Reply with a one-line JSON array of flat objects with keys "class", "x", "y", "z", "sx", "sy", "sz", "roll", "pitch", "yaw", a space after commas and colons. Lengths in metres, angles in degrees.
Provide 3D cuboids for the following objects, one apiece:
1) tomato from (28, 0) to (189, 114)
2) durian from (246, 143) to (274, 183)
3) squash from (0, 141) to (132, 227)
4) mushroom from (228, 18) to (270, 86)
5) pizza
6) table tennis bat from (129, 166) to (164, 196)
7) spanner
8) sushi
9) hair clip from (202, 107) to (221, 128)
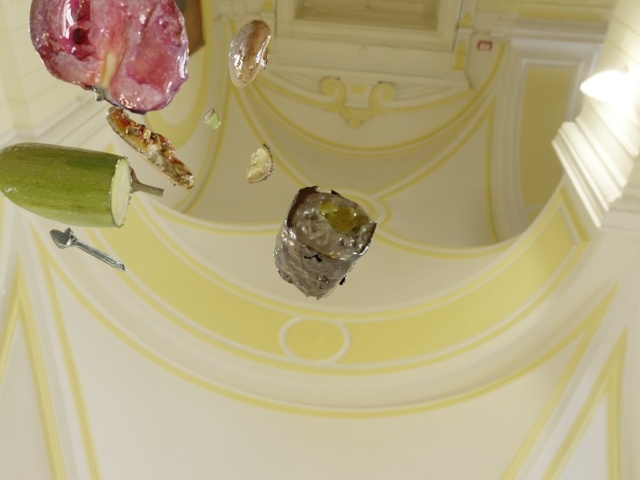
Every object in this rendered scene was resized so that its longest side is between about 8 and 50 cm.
[{"class": "tomato", "x": -0.446, "y": -0.450, "z": 1.232, "sx": 0.334, "sy": 0.290, "sz": 0.176, "roll": 20, "pitch": -169, "yaw": -23}, {"class": "durian", "x": -0.171, "y": -0.218, "z": 1.632, "sx": 0.066, "sy": 0.131, "sz": 0.052, "roll": 12, "pitch": -160, "yaw": -34}, {"class": "squash", "x": -0.591, "y": -0.128, "z": 1.302, "sx": 0.260, "sy": 0.189, "sz": 0.189, "roll": 4, "pitch": -147, "yaw": -6}, {"class": "mushroom", "x": -0.266, "y": -0.686, "z": 2.062, "sx": 0.145, "sy": 0.278, "sz": 0.278, "roll": 20, "pitch": -153, "yaw": -23}, {"class": "pizza", "x": -0.604, "y": -0.326, "z": 2.131, "sx": 0.406, "sy": 0.440, "sz": 0.130, "roll": 38, "pitch": -97, "yaw": 12}, {"class": "table tennis bat", "x": -0.617, "y": -0.180, "z": 1.756, "sx": 0.246, "sy": 0.022, "sz": 0.138, "roll": 16, "pitch": -117, "yaw": -20}, {"class": "spanner", "x": -0.780, "y": 0.036, "z": 1.893, "sx": 0.026, "sy": 0.325, "sz": 0.093, "roll": -27, "pitch": -126, "yaw": 15}, {"class": "sushi", "x": -0.001, "y": 0.002, "z": 1.842, "sx": 0.299, "sy": 0.294, "sz": 0.281, "roll": 43, "pitch": -122, "yaw": 11}, {"class": "hair clip", "x": -0.374, "y": -0.419, "z": 1.914, "sx": 0.060, "sy": 0.033, "sz": 0.188, "roll": -47, "pitch": -150, "yaw": 5}]
